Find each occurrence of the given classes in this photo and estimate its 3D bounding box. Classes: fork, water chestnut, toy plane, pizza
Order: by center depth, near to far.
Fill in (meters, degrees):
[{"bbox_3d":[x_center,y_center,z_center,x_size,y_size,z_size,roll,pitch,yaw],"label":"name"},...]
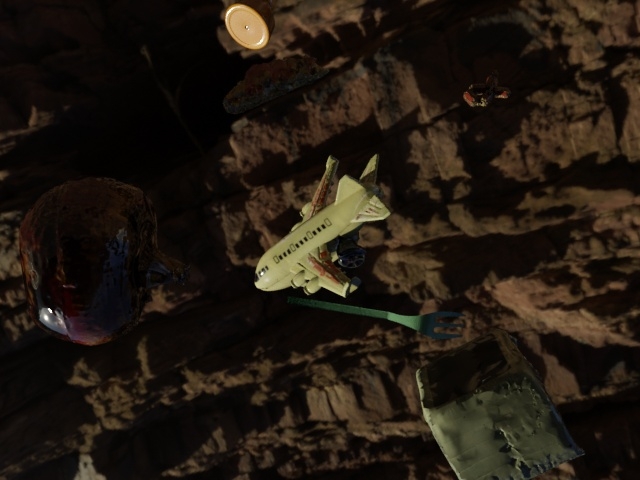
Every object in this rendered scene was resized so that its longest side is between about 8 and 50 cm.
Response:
[{"bbox_3d":[0.000,0.000,0.699,0.244,0.092,0.229,-46,-147,35],"label":"toy plane"},{"bbox_3d":[0.071,0.099,0.701,0.235,0.039,0.021,7,-174,3],"label":"fork"},{"bbox_3d":[-0.077,-0.302,0.985,0.199,0.062,0.188,-7,-145,28],"label":"pizza"},{"bbox_3d":[-0.409,0.040,1.062,0.302,0.350,0.350,4,-172,-10],"label":"water chestnut"}]

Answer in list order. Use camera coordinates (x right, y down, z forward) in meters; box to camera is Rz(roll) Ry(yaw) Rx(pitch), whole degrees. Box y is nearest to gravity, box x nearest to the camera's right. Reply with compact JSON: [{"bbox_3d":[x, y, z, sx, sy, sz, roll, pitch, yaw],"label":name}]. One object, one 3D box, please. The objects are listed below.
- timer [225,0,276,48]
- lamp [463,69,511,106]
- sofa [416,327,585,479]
[{"bbox_3d":[-0.167,-0.618,1.462,0.132,0.132,0.152,-10,-137,44],"label":"timer"},{"bbox_3d":[0.308,-0.281,1.015,0.083,0.063,0.031,-24,149,-5],"label":"lamp"},{"bbox_3d":[0.291,0.285,0.929,0.210,0.176,0.225,-32,-174,8],"label":"sofa"}]
